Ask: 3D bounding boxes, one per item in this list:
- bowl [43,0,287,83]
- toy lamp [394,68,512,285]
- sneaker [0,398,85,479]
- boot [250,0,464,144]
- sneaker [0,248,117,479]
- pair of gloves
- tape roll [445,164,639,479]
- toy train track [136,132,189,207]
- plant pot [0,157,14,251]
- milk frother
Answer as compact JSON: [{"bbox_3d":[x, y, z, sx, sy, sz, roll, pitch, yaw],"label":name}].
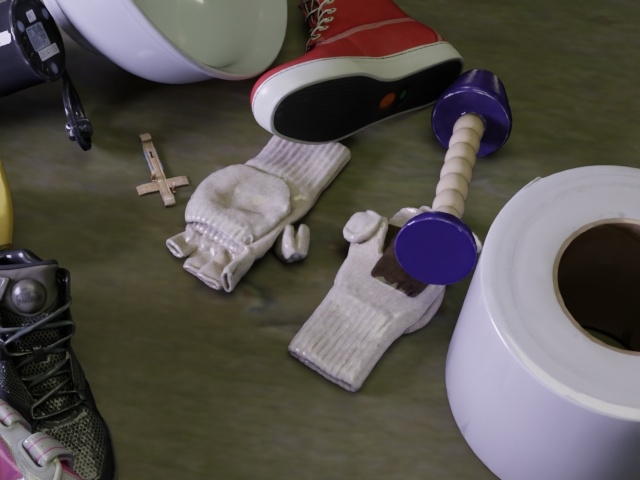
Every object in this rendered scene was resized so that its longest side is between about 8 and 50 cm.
[{"bbox_3d":[-0.172,-0.262,1.517,0.298,0.134,0.298,35,42,-40],"label":"bowl"},{"bbox_3d":[0.124,-0.067,1.463,0.080,0.080,0.275,17,39,4],"label":"toy lamp"},{"bbox_3d":[-0.237,0.175,1.233,0.111,0.103,0.252,-20,79,1],"label":"sneaker"},{"bbox_3d":[-0.003,-0.186,1.536,0.244,0.088,0.176,-19,57,-41],"label":"boot"},{"bbox_3d":[-0.226,0.101,1.301,0.087,0.130,0.227,-16,62,-16],"label":"sneaker"},{"bbox_3d":[0.000,0.000,1.452,0.240,0.042,0.204,37,59,18],"label":"pair of gloves"},{"bbox_3d":[0.236,0.082,1.351,0.246,0.169,0.246,4,56,-6],"label":"tape roll"},{"bbox_3d":[-0.150,-0.067,1.494,0.048,0.014,0.083,-14,58,-17],"label":"toy train track"},{"bbox_3d":[-0.303,-0.016,1.402,0.081,0.081,0.083,-18,70,-19],"label":"plant pot"},{"bbox_3d":[-0.290,-0.134,1.478,0.134,0.129,0.143,-18,86,21],"label":"milk frother"}]
